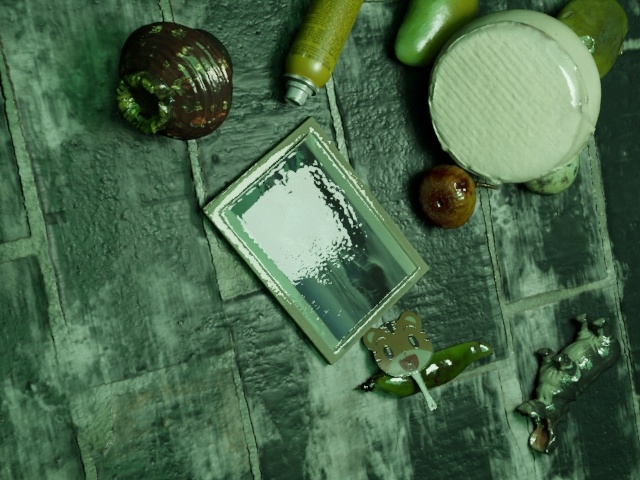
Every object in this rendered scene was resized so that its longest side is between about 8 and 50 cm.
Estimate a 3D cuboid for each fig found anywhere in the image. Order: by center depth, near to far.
[{"bbox_3d":[0.314,-0.120,2.004,0.201,0.134,0.146,-32,130,-38],"label":"fig"}]

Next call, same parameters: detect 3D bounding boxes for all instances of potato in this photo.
[{"bbox_3d":[0.638,-0.483,2.113,0.228,0.149,0.197,-35,116,-21],"label":"potato"}]

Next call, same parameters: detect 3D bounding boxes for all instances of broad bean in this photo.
[{"bbox_3d":[0.238,0.297,1.987,0.339,0.061,0.077,-14,83,-22],"label":"broad bean"}]

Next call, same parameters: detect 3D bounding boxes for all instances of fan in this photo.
[{"bbox_3d":[0.198,0.271,1.947,0.153,0.008,0.226,-20,70,-22],"label":"fan"}]

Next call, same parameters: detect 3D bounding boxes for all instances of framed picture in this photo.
[{"bbox_3d":[0.000,0.000,1.912,0.326,0.028,0.446,-43,105,-17],"label":"framed picture"}]

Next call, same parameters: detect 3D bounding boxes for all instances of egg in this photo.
[{"bbox_3d":[0.535,-0.193,2.070,0.141,0.141,0.181,13,75,-21],"label":"egg"}]

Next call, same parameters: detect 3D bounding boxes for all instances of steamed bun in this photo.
[{"bbox_3d":[0.426,-0.319,1.923,0.374,0.375,0.241,62,34,-10],"label":"steamed bun"}]

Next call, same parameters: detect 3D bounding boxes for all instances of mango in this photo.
[{"bbox_3d":[0.260,-0.492,1.974,0.156,0.114,0.251,35,77,-30],"label":"mango"}]

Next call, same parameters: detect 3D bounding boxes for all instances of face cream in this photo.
[{"bbox_3d":[0.009,-0.446,1.879,0.105,0.105,0.348,26,80,-20],"label":"face cream"}]

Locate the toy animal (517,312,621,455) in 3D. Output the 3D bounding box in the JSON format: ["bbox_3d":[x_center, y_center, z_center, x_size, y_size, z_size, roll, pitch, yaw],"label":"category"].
[{"bbox_3d":[0.576,0.333,2.103,0.168,0.106,0.343,42,81,-24],"label":"toy animal"}]

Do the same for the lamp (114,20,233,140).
[{"bbox_3d":[-0.282,-0.303,1.694,0.247,0.247,0.246,0,89,-22],"label":"lamp"}]
